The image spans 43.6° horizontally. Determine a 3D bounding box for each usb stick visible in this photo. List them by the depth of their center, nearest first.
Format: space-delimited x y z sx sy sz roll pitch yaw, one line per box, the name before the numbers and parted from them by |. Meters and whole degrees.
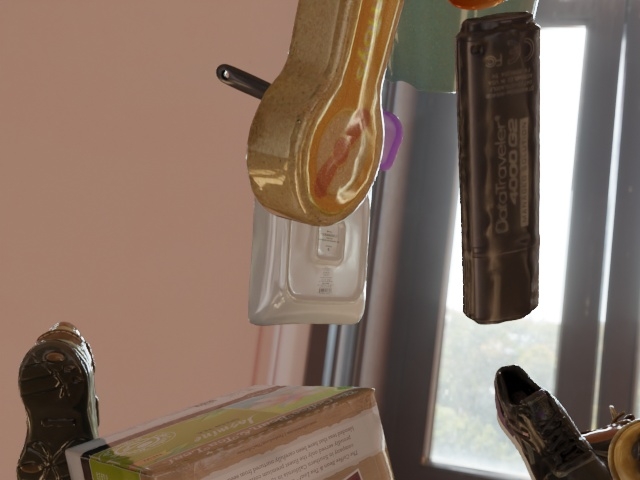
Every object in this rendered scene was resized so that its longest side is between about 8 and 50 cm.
usb stick | 0.156 -0.054 0.699 0.077 0.278 0.045 -11 23 -12

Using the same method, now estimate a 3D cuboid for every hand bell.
hand bell | 0.468 0.243 1.036 0.126 0.126 0.242 3 14 34

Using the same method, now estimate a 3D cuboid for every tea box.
tea box | -0.119 0.344 1.078 0.329 0.220 0.323 -13 1 -37

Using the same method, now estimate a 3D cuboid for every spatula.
spatula | -0.019 -0.195 1.168 0.296 0.084 0.030 23 26 4

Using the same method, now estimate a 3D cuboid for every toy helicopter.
toy helicopter | 0.037 -0.181 0.420 0.140 0.355 0.235 18 9 32

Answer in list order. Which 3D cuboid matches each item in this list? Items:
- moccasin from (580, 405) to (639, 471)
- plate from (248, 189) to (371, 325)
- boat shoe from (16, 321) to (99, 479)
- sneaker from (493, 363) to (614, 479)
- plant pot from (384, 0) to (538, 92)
moccasin | 0.547 0.368 1.404 0.380 0.139 0.147 -33 -6 35
plate | 0.000 0.000 1.294 0.045 0.278 0.277 1 -3 40
boat shoe | -0.383 0.269 1.201 0.122 0.324 0.120 7 24 -10
sneaker | 0.354 0.307 1.257 0.107 0.124 0.283 -28 35 -9
plant pot | 0.184 -0.417 1.147 0.341 0.341 0.334 6 -48 12
